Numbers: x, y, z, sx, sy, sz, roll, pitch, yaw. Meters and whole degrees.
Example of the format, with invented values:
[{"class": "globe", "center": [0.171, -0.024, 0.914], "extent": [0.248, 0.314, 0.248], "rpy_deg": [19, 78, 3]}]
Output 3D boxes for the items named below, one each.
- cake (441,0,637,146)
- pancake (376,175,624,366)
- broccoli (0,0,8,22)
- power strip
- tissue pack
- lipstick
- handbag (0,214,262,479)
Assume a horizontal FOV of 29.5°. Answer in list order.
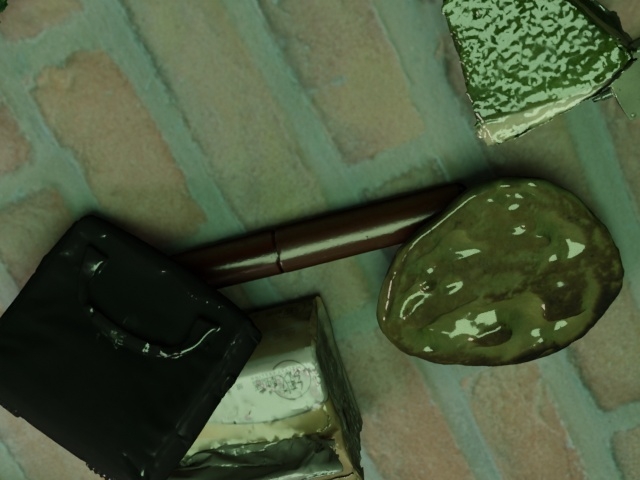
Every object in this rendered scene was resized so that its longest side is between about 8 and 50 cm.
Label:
[{"class": "cake", "center": [0.152, -0.235, 1.236], "extent": [0.284, 0.158, 0.172], "rpy_deg": [36, 113, -15]}, {"class": "pancake", "center": [0.212, 0.044, 1.410], "extent": [0.295, 0.049, 0.294], "rpy_deg": [-6, 127, -9]}, {"class": "broccoli", "center": [-0.434, -0.287, 1.161], "extent": [0.308, 0.275, 0.307], "rpy_deg": [16, 138, 15]}, {"class": "power strip", "center": [0.401, -0.203, 1.323], "extent": [0.227, 0.029, 0.080], "rpy_deg": [-25, 116, 12]}, {"class": "tissue pack", "center": [-0.117, 0.232, 1.440], "extent": [0.306, 0.238, 0.238], "rpy_deg": [-14, 116, 7]}, {"class": "lipstick", "center": [0.000, 0.000, 1.413], "extent": [0.357, 0.057, 0.057], "rpy_deg": [-15, 116, 7]}, {"class": "handbag", "center": [-0.227, 0.126, 1.363], "extent": [0.275, 0.088, 0.244], "rpy_deg": [30, 79, 21]}]
